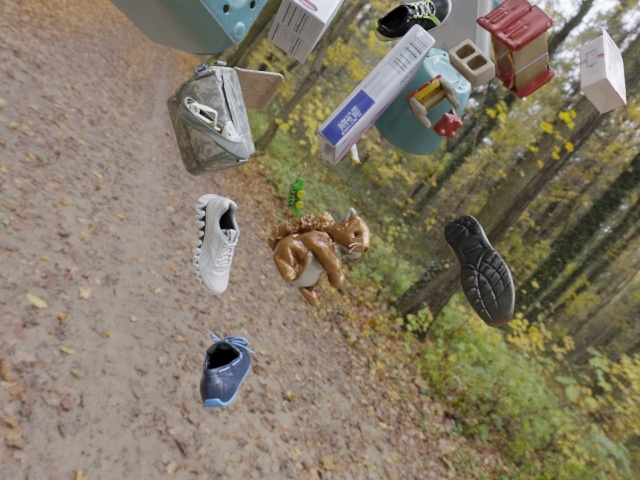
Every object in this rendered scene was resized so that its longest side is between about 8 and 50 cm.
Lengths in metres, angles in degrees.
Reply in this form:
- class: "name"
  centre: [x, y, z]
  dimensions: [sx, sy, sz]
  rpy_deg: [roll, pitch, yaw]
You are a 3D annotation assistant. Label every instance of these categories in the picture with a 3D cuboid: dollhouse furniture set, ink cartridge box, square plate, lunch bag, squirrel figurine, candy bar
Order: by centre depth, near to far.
- class: "ink cartridge box"
  centre: [0.124, -0.335, 1.163]
  dimensions: [0.071, 0.324, 0.330]
  rpy_deg: [43, 1, 2]
- class: "dollhouse furniture set"
  centre: [0.402, -0.425, 1.200]
  dimensions: [0.201, 0.374, 0.152]
  rpy_deg: [43, 16, -55]
- class: "ink cartridge box"
  centre: [0.741, -0.450, 1.219]
  dimensions: [0.115, 0.198, 0.067]
  rpy_deg: [31, -30, -29]
- class: "lunch bag"
  centre: [-0.332, -0.379, 1.475]
  dimensions: [0.212, 0.255, 0.306]
  rpy_deg: [-17, 96, -39]
- class: "square plate"
  centre: [0.465, -0.816, 1.726]
  dimensions: [0.347, 0.049, 0.344]
  rpy_deg: [16, -40, 30]
- class: "candy bar"
  centre: [0.128, -0.365, 1.818]
  dimensions: [0.040, 0.018, 0.162]
  rpy_deg: [10, 57, -31]
- class: "squirrel figurine"
  centre: [0.000, 0.000, 1.853]
  dimensions: [0.281, 0.370, 0.397]
  rpy_deg: [52, 3, -46]

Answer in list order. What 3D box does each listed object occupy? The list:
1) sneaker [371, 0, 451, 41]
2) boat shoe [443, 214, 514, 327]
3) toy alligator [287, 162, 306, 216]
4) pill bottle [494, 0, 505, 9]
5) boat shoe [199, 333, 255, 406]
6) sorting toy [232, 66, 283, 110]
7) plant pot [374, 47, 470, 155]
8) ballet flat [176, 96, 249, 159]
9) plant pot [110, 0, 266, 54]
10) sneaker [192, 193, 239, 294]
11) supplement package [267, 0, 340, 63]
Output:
- class: "sneaker"
  centre: [0.262, -0.632, 1.315]
  dimensions: [0.097, 0.234, 0.084]
  rpy_deg: [-21, 90, -82]
- class: "boat shoe"
  centre: [0.424, 0.079, 1.212]
  dimensions: [0.120, 0.122, 0.324]
  rpy_deg: [49, 26, -46]
- class: "toy alligator"
  centre: [-0.084, -0.171, 1.564]
  dimensions: [0.051, 0.190, 0.056]
  rpy_deg: [-1, 23, -22]
- class: "pill bottle"
  centre: [0.757, -1.040, 1.919]
  dimensions: [0.146, 0.146, 0.264]
  rpy_deg: [37, -25, -17]
- class: "boat shoe"
  centre: [-0.194, 0.251, 0.982]
  dimensions: [0.108, 0.089, 0.258]
  rpy_deg: [-6, 11, -7]
- class: "sorting toy"
  centre: [-0.266, -0.560, 1.706]
  dimensions: [0.208, 0.193, 0.038]
  rpy_deg: [-5, 67, -40]
- class: "plant pot"
  centre: [0.336, -0.461, 1.484]
  dimensions: [0.292, 0.235, 0.293]
  rpy_deg: [13, 58, -21]
- class: "ballet flat"
  centre: [-0.262, -0.285, 1.169]
  dimensions: [0.213, 0.068, 0.072]
  rpy_deg: [33, 29, -9]
- class: "plant pot"
  centre: [-0.231, -0.489, 0.832]
  dimensions: [0.252, 0.247, 0.248]
  rpy_deg: [32, -1, 24]
- class: "sneaker"
  centre: [-0.290, 0.016, 1.317]
  dimensions: [0.118, 0.293, 0.110]
  rpy_deg: [7, 11, 34]
- class: "supplement package"
  centre: [-0.026, -0.750, 1.481]
  dimensions: [0.145, 0.262, 0.204]
  rpy_deg: [32, -24, -11]
